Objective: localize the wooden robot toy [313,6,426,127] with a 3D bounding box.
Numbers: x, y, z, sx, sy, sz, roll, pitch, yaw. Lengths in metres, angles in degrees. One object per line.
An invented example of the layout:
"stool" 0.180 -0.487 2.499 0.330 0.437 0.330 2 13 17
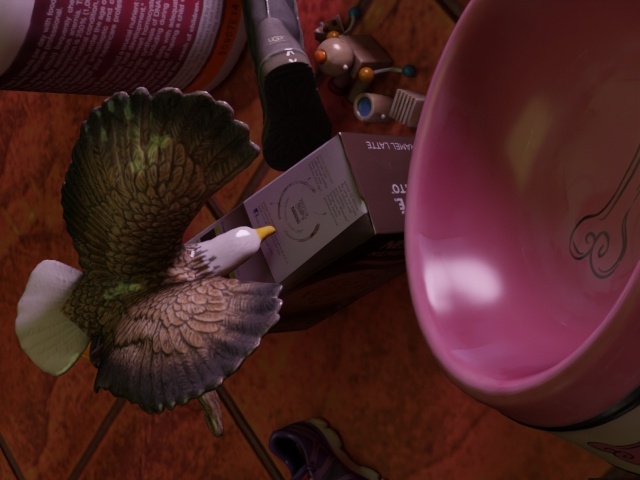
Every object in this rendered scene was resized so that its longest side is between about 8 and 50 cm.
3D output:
"wooden robot toy" 0.025 -0.157 1.251 0.173 0.079 0.076 51 124 31

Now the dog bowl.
"dog bowl" 0.201 -0.044 0.928 0.408 0.150 0.408 -41 44 55

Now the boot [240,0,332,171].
"boot" -0.047 -0.198 1.315 0.189 0.076 0.208 93 161 -54

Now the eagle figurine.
"eagle figurine" -0.133 0.027 1.123 0.226 0.298 0.225 31 74 3

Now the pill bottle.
"pill bottle" -0.275 -0.259 1.325 0.224 0.392 0.224 2 93 44

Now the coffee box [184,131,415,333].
"coffee box" 0.000 0.000 1.239 0.246 0.141 0.098 -33 69 41

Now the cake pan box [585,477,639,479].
"cake pan box" 0.256 0.353 1.007 0.246 0.070 0.267 39 119 57

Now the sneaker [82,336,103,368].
"sneaker" -0.202 0.070 1.490 0.083 0.084 0.215 40 128 33

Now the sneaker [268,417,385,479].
"sneaker" 0.008 0.241 1.289 0.170 0.071 0.068 40 118 36
